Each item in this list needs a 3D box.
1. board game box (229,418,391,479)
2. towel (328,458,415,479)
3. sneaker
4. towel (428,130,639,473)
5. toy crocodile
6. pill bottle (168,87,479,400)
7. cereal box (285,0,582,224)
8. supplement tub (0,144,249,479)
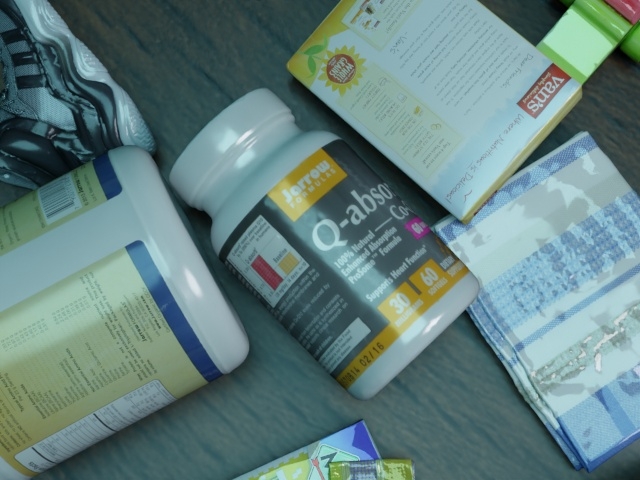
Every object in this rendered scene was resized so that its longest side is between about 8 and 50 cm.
[{"bbox_3d":[0.010,0.356,1.103,0.214,0.046,0.317,-25,82,-3],"label":"board game box"},{"bbox_3d":[0.049,0.233,1.093,0.083,0.009,0.060,0,82,0],"label":"towel"},{"bbox_3d":[-0.295,-0.147,1.150,0.153,0.101,0.268,-41,86,-8],"label":"sneaker"},{"bbox_3d":[0.253,0.056,1.152,0.209,0.034,0.285,-34,83,-4],"label":"towel"},{"bbox_3d":[0.340,-0.281,1.165,0.340,0.105,0.115,-43,83,-5],"label":"toy crocodile"},{"bbox_3d":[0.000,0.000,1.098,0.162,0.162,0.278,-44,84,-6],"label":"pill bottle"},{"bbox_3d":[0.108,-0.155,1.148,0.240,0.047,0.173,43,94,14],"label":"cereal box"},{"bbox_3d":[-0.248,0.079,1.054,0.316,0.228,0.228,-28,82,-3],"label":"supplement tub"}]
